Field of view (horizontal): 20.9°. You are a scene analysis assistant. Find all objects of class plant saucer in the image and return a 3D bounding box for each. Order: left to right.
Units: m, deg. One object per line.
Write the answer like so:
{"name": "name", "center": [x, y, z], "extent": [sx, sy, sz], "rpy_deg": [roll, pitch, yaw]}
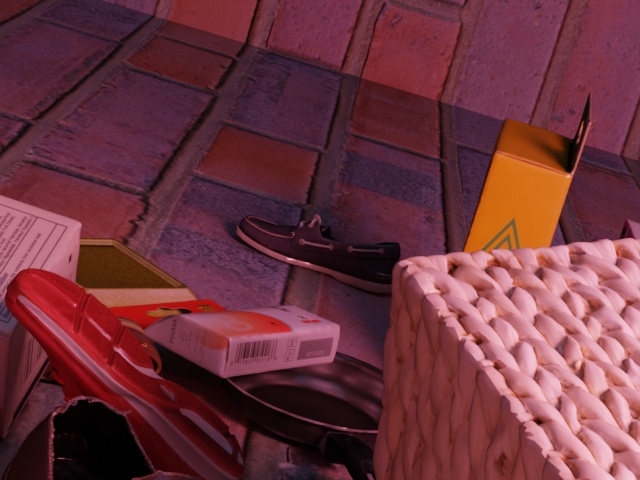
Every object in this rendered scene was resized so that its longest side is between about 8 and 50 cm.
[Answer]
{"name": "plant saucer", "center": [-0.223, 0.042, 1.723], "extent": [0.188, 0.045, 0.188], "rpy_deg": [1, 22, -45]}

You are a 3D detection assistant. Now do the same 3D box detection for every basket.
{"name": "basket", "center": [0.195, 0.194, 1.003], "extent": [0.266, 0.331, 0.328], "rpy_deg": [-1, 24, -16]}

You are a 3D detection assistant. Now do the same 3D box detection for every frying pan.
{"name": "frying pan", "center": [0.032, 0.165, 1.542], "extent": [0.197, 0.053, 0.326], "rpy_deg": [4, 20, -36]}

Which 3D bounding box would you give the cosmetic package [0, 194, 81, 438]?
{"name": "cosmetic package", "center": [-0.358, 0.027, 1.393], "extent": [0.296, 0.129, 0.153], "rpy_deg": [20, 44, 6]}

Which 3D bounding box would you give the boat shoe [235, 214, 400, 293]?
{"name": "boat shoe", "center": [0.000, 0.000, 2.070], "extent": [0.206, 0.065, 0.075], "rpy_deg": [20, 16, 13]}

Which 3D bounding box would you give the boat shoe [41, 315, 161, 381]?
{"name": "boat shoe", "center": [-0.216, 0.094, 1.510], "extent": [0.178, 0.064, 0.060], "rpy_deg": [8, 16, -39]}

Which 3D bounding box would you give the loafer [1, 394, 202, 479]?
{"name": "loafer", "center": [-0.124, 0.207, 1.083], "extent": [0.134, 0.130, 0.366], "rpy_deg": [7, 18, -33]}

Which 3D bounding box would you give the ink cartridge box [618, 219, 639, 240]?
{"name": "ink cartridge box", "center": [0.343, 0.109, 1.841], "extent": [0.069, 0.176, 0.371], "rpy_deg": [16, 15, -2]}

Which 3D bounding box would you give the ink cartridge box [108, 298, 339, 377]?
{"name": "ink cartridge box", "center": [-0.093, 0.072, 1.618], "extent": [0.145, 0.045, 0.179], "rpy_deg": [-4, 23, -46]}

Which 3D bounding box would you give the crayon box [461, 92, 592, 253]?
{"name": "crayon box", "center": [0.188, 0.005, 1.763], "extent": [0.083, 0.323, 0.203], "rpy_deg": [18, 15, 5]}

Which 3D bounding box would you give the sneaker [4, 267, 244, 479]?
{"name": "sneaker", "center": [-0.172, 0.132, 1.260], "extent": [0.221, 0.128, 0.087], "rpy_deg": [46, 13, -10]}
